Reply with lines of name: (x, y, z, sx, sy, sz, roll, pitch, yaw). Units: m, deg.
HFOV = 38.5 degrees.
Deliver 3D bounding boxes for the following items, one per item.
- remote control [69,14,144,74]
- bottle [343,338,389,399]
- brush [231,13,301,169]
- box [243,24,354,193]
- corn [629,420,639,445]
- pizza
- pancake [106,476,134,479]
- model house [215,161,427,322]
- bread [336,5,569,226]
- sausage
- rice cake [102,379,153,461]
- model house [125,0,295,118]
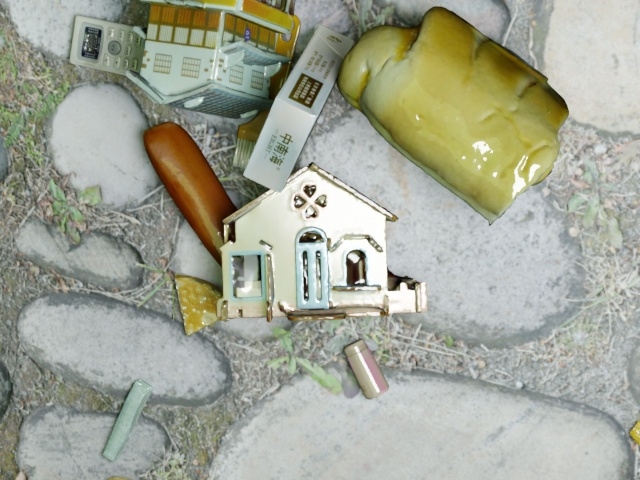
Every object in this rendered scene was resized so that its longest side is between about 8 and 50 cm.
remote control: (-0.342, -0.330, 1.582, 0.190, 0.029, 0.087, 15, 102, 13)
bottle: (0.075, 0.215, 1.533, 0.045, 0.045, 0.096, -28, 89, 18)
brush: (-0.076, -0.243, 1.528, 0.103, 0.013, 0.272, 15, 101, 13)
box: (-0.029, -0.202, 1.376, 0.067, 0.243, 0.155, 27, 132, -4)
corn: (0.521, 0.320, 1.426, 0.092, 0.037, 0.037, 44, 107, 8)
pizza: (-0.216, 0.118, 1.612, 0.123, 0.026, 0.108, 29, 107, 8)
pancake: (-0.360, 0.512, 1.710, 0.152, 0.025, 0.151, 2, 98, 17)
model house: (0.000, 0.000, 1.431, 0.326, 0.169, 0.244, -1, 91, 0)
bread: (0.193, -0.199, 1.314, 0.341, 0.300, 0.210, 39, 100, 10)
sausage: (-0.199, -0.071, 1.548, 0.083, 0.089, 0.300, -35, 88, 11)
rice cake: (-0.355, 0.332, 1.681, 0.033, 0.029, 0.170, 30, 104, 16)
model house: (-0.169, -0.306, 1.430, 0.198, 0.224, 0.215, 10, 96, 22)
